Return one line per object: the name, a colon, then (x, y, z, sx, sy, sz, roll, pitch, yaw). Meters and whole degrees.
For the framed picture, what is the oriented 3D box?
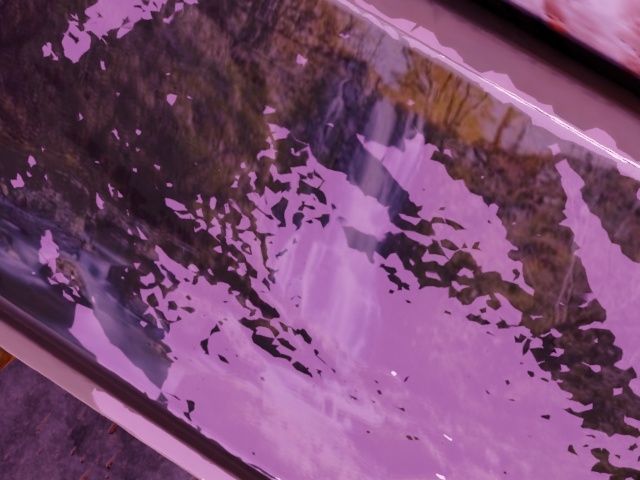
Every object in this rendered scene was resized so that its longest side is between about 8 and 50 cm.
framed picture: (-0.008, 0.004, 0.586, 0.324, 0.240, 0.020, 33, -143, 13)

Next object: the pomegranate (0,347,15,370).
pomegranate: (-0.328, -0.059, 1.011, 0.417, 0.416, 0.416, 33, 175, 3)
